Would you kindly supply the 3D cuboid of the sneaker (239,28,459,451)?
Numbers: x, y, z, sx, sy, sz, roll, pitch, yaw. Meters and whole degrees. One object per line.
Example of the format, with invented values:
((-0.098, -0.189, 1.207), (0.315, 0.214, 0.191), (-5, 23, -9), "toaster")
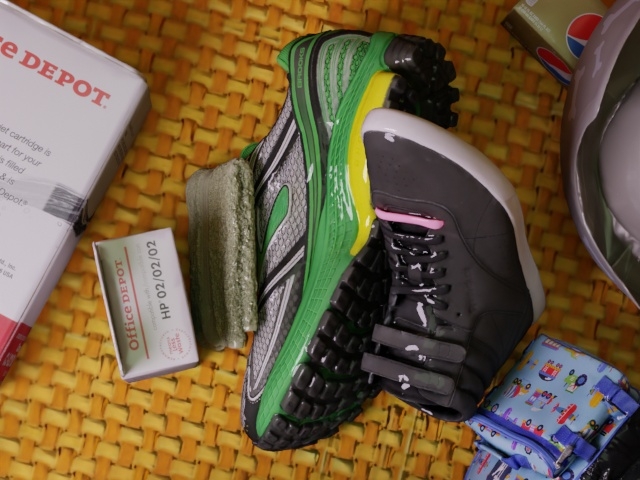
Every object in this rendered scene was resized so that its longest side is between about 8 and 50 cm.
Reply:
((0.000, 0.000, 1.484), (0.146, 0.134, 0.344), (15, 90, 34), "sneaker")

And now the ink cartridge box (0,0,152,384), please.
((-0.278, -0.045, 1.455), (0.197, 0.114, 0.273), (28, 84, 0), "ink cartridge box")

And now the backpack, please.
((0.176, 0.178, 1.445), (0.173, 0.158, 0.117), (-47, 116, -4), "backpack")

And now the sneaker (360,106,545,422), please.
((0.081, 0.033, 1.387), (0.104, 0.296, 0.147), (15, 64, 31), "sneaker")

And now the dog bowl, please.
((0.343, -0.077, 1.460), (0.348, 0.102, 0.349), (-4, 101, -19), "dog bowl")

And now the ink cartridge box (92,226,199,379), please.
((-0.131, 0.050, 1.423), (0.061, 0.181, 0.104), (-12, 86, -5), "ink cartridge box")

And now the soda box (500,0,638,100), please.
((0.234, -0.139, 1.528), (0.181, 0.061, 0.058), (45, 82, 1), "soda box")

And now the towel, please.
((-0.079, 0.012, 1.468), (0.027, 0.110, 0.148), (2, 85, -23), "towel")
